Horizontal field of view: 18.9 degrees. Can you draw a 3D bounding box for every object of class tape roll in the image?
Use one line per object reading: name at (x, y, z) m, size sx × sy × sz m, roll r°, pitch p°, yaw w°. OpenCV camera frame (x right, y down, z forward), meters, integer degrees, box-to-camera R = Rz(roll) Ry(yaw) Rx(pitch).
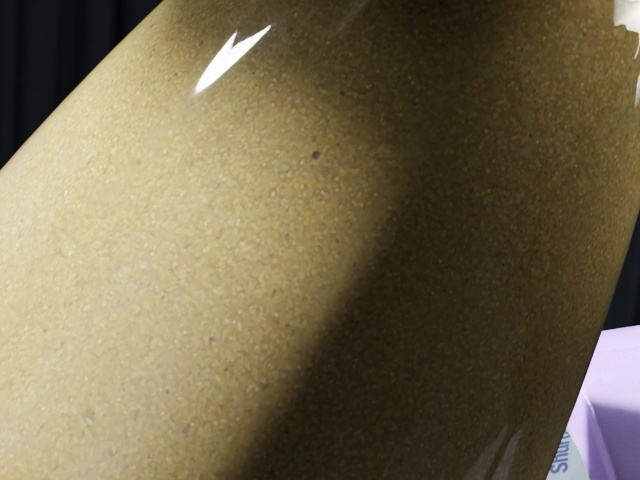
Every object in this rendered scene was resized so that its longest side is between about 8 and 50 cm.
tape roll at (0.201, 0.195, 1.257) m, size 0.090 × 0.275 × 0.275 m, roll -8°, pitch 22°, yaw -9°

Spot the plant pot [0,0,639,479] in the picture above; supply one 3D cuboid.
plant pot at (0.000, 0.000, 0.638) m, size 0.237 × 0.254 × 0.237 m, roll 29°, pitch 15°, yaw -9°
